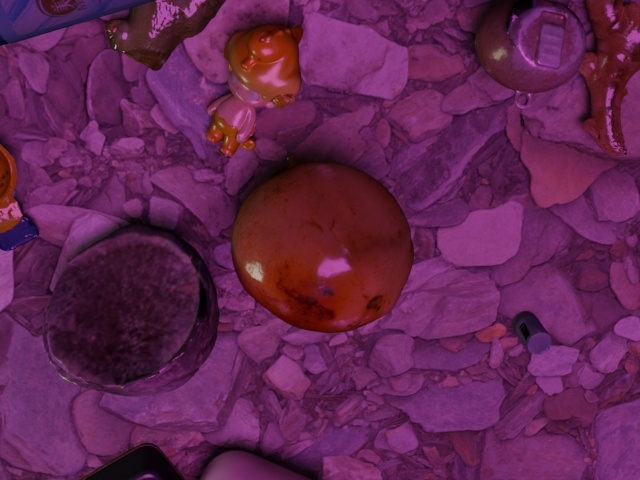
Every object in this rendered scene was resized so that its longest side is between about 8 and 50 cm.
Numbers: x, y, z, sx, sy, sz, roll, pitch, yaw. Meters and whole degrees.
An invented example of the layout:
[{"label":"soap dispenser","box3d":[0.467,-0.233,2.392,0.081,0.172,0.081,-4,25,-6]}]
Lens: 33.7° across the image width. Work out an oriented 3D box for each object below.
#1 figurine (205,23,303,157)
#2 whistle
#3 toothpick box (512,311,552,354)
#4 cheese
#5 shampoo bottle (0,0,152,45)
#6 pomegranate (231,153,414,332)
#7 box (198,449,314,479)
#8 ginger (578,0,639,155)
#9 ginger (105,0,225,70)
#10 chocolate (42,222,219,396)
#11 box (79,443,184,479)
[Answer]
[{"label":"figurine","box3d":[-0.107,-0.251,1.725,0.156,0.131,0.246,45,121,13]},{"label":"whistle","box3d":[0.354,-0.390,1.750,0.189,0.189,0.347,8,93,-16]},{"label":"toothpick box","box3d":[0.412,0.180,2.057,0.052,0.083,0.052,-5,116,-10]},{"label":"cheese","box3d":[-0.558,-0.080,1.736,0.157,0.064,0.250,-25,127,2]},{"label":"shampoo bottle","box3d":[-0.367,-0.461,1.443,0.343,0.331,0.331,-17,118,-6]},{"label":"pomegranate","box3d":[0.000,0.000,1.773,0.319,0.319,0.319,-5,116,-10]},{"label":"box","box3d":[-0.146,0.603,2.067,0.289,0.141,0.349,26,91,-10]},{"label":"ginger","box3d":[0.515,-0.312,1.842,0.148,0.081,0.333,-1,115,-7]},{"label":"ginger","box3d":[-0.219,-0.391,1.647,0.290,0.089,0.137,-38,92,13]},{"label":"chocolate","box3d":[-0.293,0.150,1.806,0.303,0.303,0.213,-28,149,2]},{"label":"box","box3d":[-0.372,0.504,2.044,0.201,0.090,0.144,-29,117,3]}]
